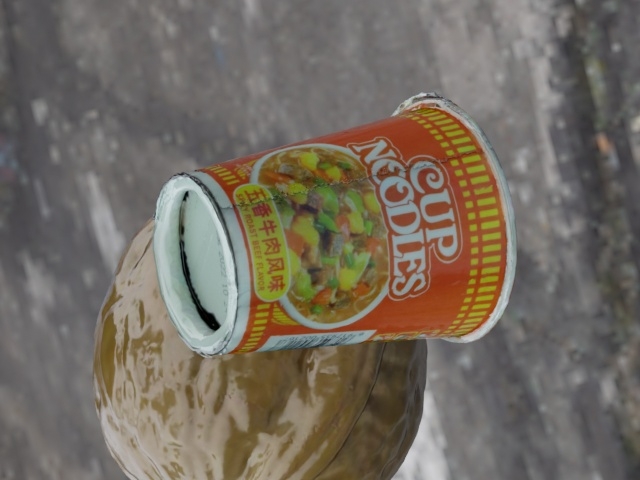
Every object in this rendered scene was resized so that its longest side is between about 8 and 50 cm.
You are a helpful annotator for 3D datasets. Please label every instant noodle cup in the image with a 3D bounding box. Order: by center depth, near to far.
[{"bbox_3d":[0.000,0.000,1.367,0.193,0.212,0.193,28,123,55],"label":"instant noodle cup"}]

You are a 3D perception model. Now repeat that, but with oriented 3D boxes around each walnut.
[{"bbox_3d":[-0.053,0.110,1.673,0.333,0.332,0.333,165,90,-76],"label":"walnut"}]
